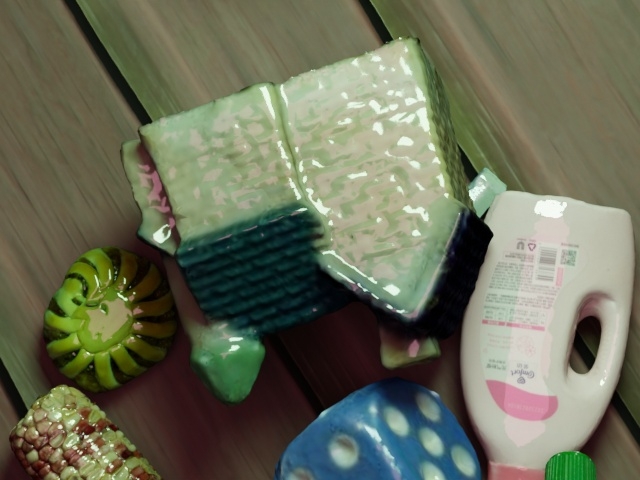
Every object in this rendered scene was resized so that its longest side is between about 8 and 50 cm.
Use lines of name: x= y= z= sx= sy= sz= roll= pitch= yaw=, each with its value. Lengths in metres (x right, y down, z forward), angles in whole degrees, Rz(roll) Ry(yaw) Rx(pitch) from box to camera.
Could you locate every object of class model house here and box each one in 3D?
model house: x=0.000 y=-0.001 z=1.792 sx=0.298 sy=0.243 sz=0.284 roll=-19 pitch=75 yaw=8

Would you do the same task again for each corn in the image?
corn: x=-0.182 y=0.262 z=1.873 sx=0.098 sy=0.098 sz=0.290 roll=-44 pitch=86 yaw=-2

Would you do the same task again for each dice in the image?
dice: x=0.053 y=0.222 z=1.812 sx=0.146 sy=0.143 sz=0.146 roll=-42 pitch=76 yaw=32

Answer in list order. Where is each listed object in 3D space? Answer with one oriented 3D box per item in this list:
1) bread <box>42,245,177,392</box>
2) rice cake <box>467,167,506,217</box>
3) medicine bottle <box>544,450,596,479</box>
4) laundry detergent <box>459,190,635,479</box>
bread: x=-0.208 y=0.077 z=1.906 sx=0.139 sy=0.071 sz=0.130 roll=-42 pitch=87 yaw=-1
rice cake: x=0.109 y=0.001 z=1.911 sx=0.042 sy=0.030 sz=0.180 roll=43 pitch=88 yaw=2
medicine bottle: x=0.220 y=0.308 z=1.729 sx=0.064 sy=0.095 sz=0.260 roll=23 pitch=50 yaw=-19
laundry detergent: x=0.208 y=0.126 z=1.864 sx=0.159 sy=0.088 sz=0.335 roll=8 pitch=86 yaw=3
